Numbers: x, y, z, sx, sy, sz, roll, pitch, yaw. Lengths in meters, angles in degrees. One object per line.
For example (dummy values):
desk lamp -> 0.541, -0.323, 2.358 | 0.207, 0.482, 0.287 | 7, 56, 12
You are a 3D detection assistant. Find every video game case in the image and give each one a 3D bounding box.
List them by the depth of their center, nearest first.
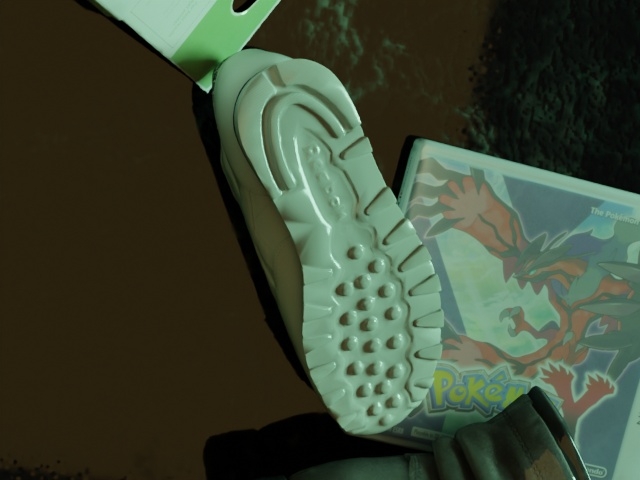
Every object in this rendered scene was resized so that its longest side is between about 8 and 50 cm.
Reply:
video game case -> 0.129, 0.050, 1.142 | 0.201, 0.023, 0.183 | 14, 95, -12

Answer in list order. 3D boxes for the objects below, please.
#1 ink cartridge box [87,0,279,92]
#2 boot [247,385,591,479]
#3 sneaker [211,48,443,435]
ink cartridge box -> -0.069, -0.192, 1.000 | 0.056, 0.235, 0.171 | 38, 90, 21
boot -> 0.088, 0.270, 1.109 | 0.223, 0.118, 0.338 | -14, 105, -7
sneaker -> 0.000, 0.000, 1.080 | 0.090, 0.095, 0.235 | -23, 109, -21
